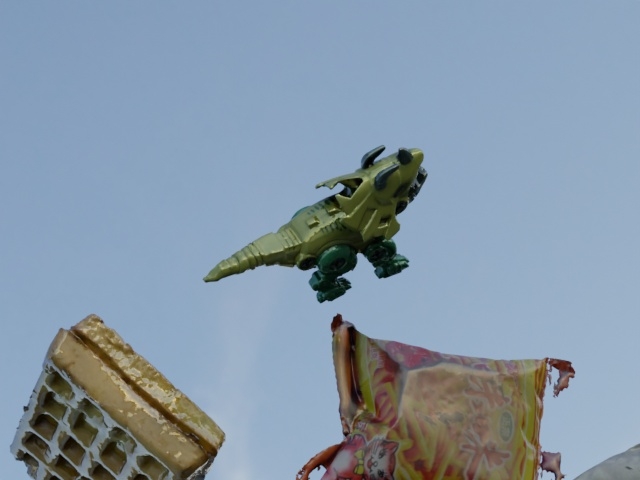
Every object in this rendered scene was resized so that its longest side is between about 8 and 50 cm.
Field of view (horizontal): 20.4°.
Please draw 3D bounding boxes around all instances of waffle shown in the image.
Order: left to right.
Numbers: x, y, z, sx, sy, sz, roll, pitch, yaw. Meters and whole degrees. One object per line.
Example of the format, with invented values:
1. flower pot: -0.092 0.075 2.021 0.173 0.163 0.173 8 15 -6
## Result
1. waffle: -0.234 0.229 2.027 0.098 0.224 0.327 -48 -6 -32

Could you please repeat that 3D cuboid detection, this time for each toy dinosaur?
1. toy dinosaur: 0.000 0.000 1.833 0.259 0.094 0.153 -29 -35 -10

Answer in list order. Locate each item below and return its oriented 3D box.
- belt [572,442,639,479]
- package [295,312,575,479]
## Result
1. belt: 0.252 0.272 1.518 0.227 0.115 0.324 -27 -21 -10
2. package: 0.127 0.200 1.912 0.288 0.223 0.108 15 -30 -7
